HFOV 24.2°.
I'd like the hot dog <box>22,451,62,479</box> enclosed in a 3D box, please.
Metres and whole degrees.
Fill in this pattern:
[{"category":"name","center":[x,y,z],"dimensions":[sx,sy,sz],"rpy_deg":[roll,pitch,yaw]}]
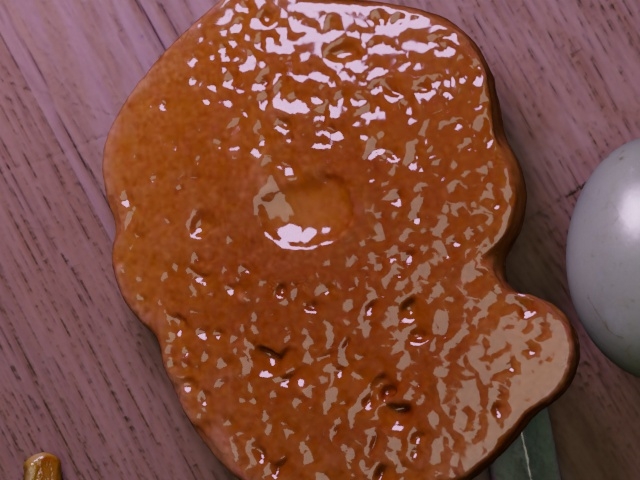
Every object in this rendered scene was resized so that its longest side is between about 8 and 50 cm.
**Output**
[{"category":"hot dog","center":[-0.236,0.249,1.266],"dimensions":[0.044,0.028,0.137],"rpy_deg":[-6,89,-20]}]

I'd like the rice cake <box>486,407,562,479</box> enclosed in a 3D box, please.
[{"category":"rice cake","center":[0.163,0.232,1.215],"dimensions":[0.081,0.051,0.290],"rpy_deg":[-12,85,40]}]

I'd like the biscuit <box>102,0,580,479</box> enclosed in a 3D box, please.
[{"category":"biscuit","center":[0.000,0.000,1.209],"dimensions":[0.349,0.078,0.455],"rpy_deg":[-17,80,10]}]

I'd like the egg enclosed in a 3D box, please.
[{"category":"egg","center":[0.266,0.014,1.156],"dimensions":[0.149,0.149,0.192],"rpy_deg":[-3,86,6]}]
